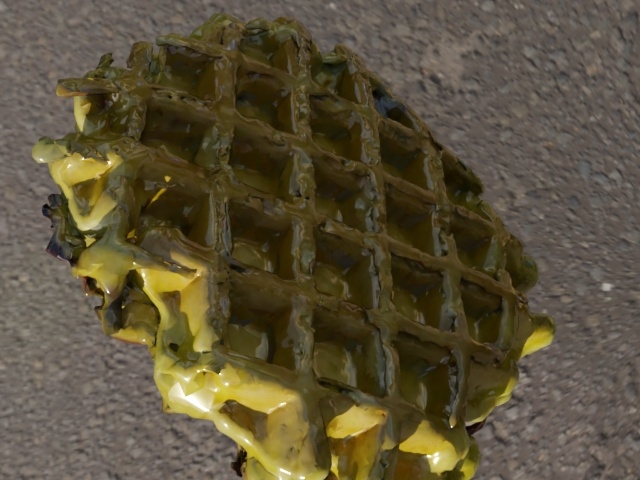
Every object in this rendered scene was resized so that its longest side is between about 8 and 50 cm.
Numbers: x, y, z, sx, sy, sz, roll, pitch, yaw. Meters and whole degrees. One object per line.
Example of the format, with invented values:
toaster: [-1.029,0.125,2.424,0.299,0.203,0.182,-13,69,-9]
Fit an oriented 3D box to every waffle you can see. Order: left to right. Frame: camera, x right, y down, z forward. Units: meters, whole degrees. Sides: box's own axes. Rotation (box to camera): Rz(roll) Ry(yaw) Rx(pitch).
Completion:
waffle: [0.000,0.000,0.709,0.382,0.380,0.095,50,131,1]
